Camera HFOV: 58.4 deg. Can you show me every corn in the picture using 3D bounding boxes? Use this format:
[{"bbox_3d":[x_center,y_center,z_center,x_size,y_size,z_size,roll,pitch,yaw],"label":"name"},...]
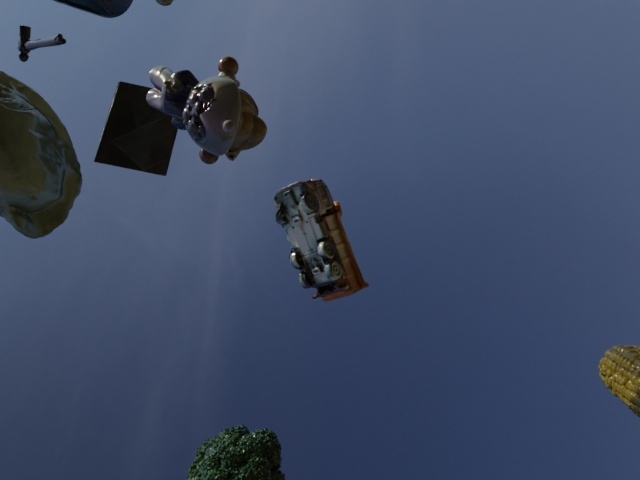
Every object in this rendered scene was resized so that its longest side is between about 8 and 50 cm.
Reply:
[{"bbox_3d":[0.494,0.233,0.816,0.097,0.097,0.320,45,-169,-6],"label":"corn"}]

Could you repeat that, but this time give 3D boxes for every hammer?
[{"bbox_3d":[-0.493,-0.352,1.008,0.021,0.178,0.065,-3,-79,-47],"label":"hammer"}]

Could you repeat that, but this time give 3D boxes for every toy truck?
[{"bbox_3d":[0.000,0.000,1.260,0.135,0.114,0.270,-22,-88,-56],"label":"toy truck"}]

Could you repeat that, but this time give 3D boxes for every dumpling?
[{"bbox_3d":[-0.391,-0.108,0.721,0.108,0.152,0.219,-10,-74,1],"label":"dumpling"}]

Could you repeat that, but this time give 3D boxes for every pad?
[{"bbox_3d":[-0.417,-0.265,1.339,0.164,0.004,0.242,10,-119,-10],"label":"pad"}]

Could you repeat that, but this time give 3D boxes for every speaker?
[{"bbox_3d":[-0.207,-0.222,0.480,0.076,0.060,0.094,21,-149,11],"label":"speaker"}]

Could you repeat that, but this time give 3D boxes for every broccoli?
[{"bbox_3d":[-0.134,0.372,0.873,0.195,0.196,0.156,-37,-60,-39],"label":"broccoli"}]

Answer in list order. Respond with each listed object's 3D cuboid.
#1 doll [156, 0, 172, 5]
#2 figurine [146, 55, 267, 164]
[{"bbox_3d":[-0.187,-0.501,0.924,0.155,0.113,0.275,38,-109,2],"label":"doll"},{"bbox_3d":[-0.223,-0.260,1.063,0.274,0.193,0.133,49,-150,20],"label":"figurine"}]
